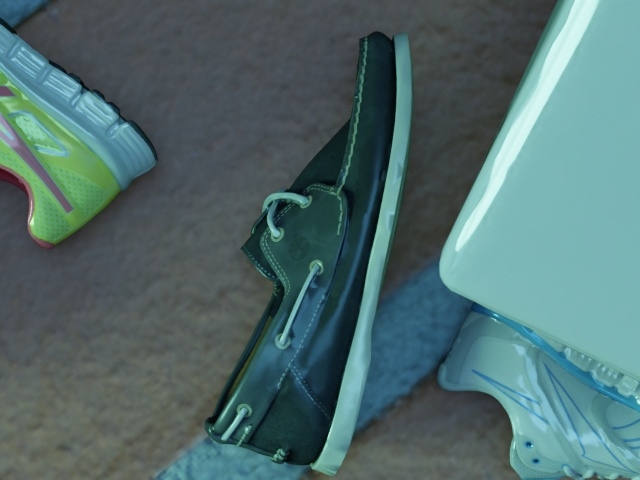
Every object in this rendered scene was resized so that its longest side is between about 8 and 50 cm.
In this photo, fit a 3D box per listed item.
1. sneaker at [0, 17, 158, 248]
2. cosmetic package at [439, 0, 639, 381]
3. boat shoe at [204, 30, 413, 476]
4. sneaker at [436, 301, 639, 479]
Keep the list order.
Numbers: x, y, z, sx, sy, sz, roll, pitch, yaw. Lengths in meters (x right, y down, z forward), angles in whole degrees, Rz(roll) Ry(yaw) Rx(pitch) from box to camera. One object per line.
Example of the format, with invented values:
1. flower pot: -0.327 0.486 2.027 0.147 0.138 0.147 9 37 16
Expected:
1. sneaker: -0.191 -0.075 0.968 0.208 0.081 0.094 37 87 2
2. cosmetic package: 0.314 -0.095 0.783 0.394 0.329 0.327 26 127 2
3. boat shoe: 0.000 0.000 0.963 0.079 0.084 0.233 14 87 0
4. sneaker: 0.144 0.101 0.971 0.191 0.071 0.083 36 92 9
